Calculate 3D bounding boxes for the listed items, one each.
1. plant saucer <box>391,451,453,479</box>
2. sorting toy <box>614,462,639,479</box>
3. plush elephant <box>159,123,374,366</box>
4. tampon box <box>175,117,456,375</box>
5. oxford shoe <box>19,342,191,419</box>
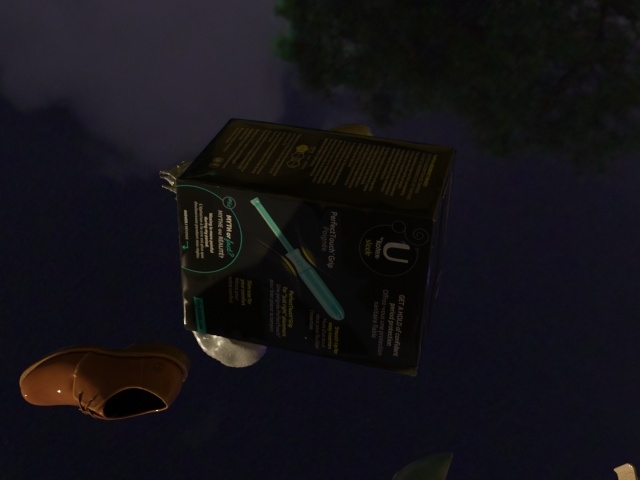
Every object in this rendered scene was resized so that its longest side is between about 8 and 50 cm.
[{"bbox_3d":[0.038,0.320,0.784,0.044,0.317,0.317,19,-128,11],"label":"plant saucer"},{"bbox_3d":[0.329,0.271,1.003,0.012,0.083,0.062,-10,-110,-2],"label":"sorting toy"},{"bbox_3d":[-0.055,0.011,1.229,0.330,0.272,0.255,-14,-98,-62],"label":"plush elephant"},{"bbox_3d":[0.000,0.000,0.623,0.161,0.120,0.101,10,-147,11],"label":"tampon box"},{"bbox_3d":[-0.251,0.164,1.047,0.076,0.212,0.076,-77,-31,-45],"label":"oxford shoe"}]
